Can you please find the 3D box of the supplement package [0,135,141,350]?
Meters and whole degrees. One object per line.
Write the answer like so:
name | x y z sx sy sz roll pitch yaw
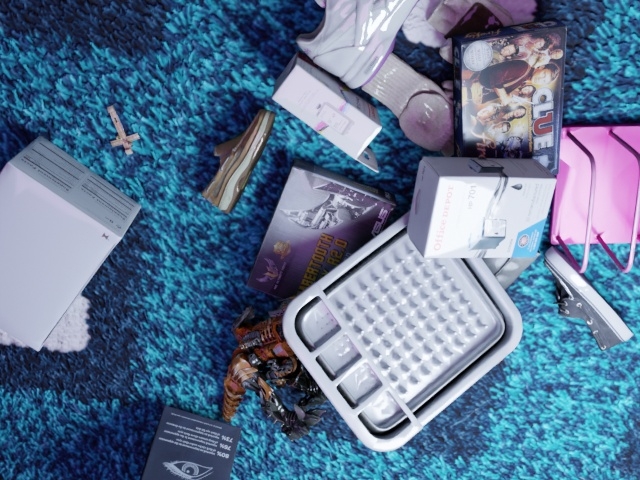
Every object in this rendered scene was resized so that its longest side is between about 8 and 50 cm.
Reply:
supplement package | -0.459 0.005 1.341 0.204 0.145 0.262 36 109 -13

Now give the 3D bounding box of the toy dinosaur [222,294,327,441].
toy dinosaur | -0.079 0.224 1.450 0.218 0.164 0.322 41 147 0

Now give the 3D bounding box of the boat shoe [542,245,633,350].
boat shoe | 0.440 0.107 1.409 0.076 0.080 0.228 -40 114 15

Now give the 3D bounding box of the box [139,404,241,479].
box | -0.243 0.423 1.473 0.153 0.207 0.108 19 136 -6

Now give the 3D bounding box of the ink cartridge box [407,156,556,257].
ink cartridge box | 0.243 -0.049 1.260 0.190 0.082 0.140 -1 118 -16

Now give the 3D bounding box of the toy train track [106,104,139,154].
toy train track | -0.324 -0.177 1.331 0.048 0.014 0.083 -16 112 8

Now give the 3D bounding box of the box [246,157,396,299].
box | 0.000 0.000 1.378 0.183 0.056 0.231 20 112 -8

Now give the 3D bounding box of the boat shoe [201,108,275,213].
boat shoe | -0.138 -0.134 1.321 0.072 0.068 0.190 30 111 1

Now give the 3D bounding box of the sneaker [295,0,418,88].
sneaker | 0.075 -0.373 1.183 0.152 0.114 0.305 27 111 -12

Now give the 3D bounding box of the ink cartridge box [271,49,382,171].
ink cartridge box | 0.026 -0.197 1.261 0.198 0.115 0.067 35 109 -14

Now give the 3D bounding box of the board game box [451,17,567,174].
board game box | 0.285 -0.202 1.258 0.165 0.042 0.243 -12 121 -8

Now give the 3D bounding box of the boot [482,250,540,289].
boot | 0.297 0.089 1.409 0.189 0.076 0.208 37 103 -13

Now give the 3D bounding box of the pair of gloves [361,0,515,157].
pair of gloves | 0.207 -0.254 1.273 0.204 0.042 0.240 42 109 -16

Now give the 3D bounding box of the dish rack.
dish rack | 0.129 0.136 1.325 0.332 0.072 0.286 -37 93 -11

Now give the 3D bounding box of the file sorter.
file sorter | 0.525 -0.060 1.273 0.290 0.182 0.202 -1 113 2
